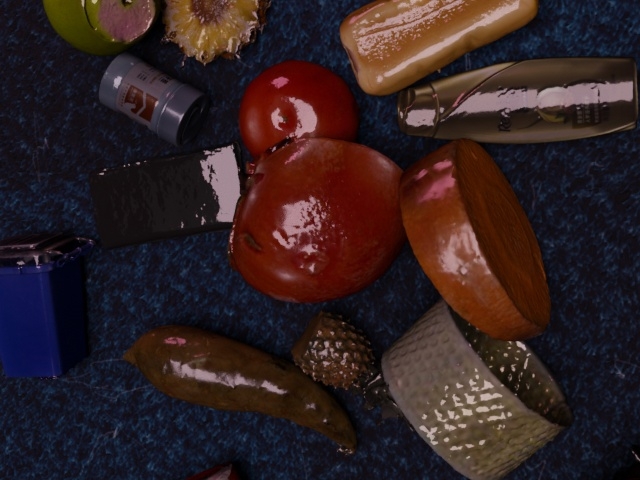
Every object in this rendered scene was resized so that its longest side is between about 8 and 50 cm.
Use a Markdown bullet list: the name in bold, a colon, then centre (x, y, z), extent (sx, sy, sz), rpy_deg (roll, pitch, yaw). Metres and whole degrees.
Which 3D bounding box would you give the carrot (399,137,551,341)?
- **carrot**: centre (0.235, 0.006, 1.316), extent (0.100, 0.258, 0.307), rpy_deg (-28, 87, 34)

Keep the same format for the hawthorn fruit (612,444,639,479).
- **hawthorn fruit**: centre (0.520, 0.459, 1.285), extent (0.315, 0.316, 0.316), rpy_deg (2, 97, 14)

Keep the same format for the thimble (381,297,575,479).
- **thimble**: centre (0.228, 0.209, 1.333), extent (0.271, 0.271, 0.150), rpy_deg (46, 107, 5)

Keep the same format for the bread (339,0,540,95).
- **bread**: centre (0.180, -0.331, 1.363), extent (0.305, 0.091, 0.142), rpy_deg (-24, 89, 15)

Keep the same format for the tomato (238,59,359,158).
- **tomato**: centre (-0.036, -0.188, 1.412), extent (0.195, 0.136, 0.195), rpy_deg (2, 98, 14)

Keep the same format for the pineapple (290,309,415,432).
- **pineapple**: centre (0.076, 0.220, 1.461), extent (0.251, 0.125, 0.125), rpy_deg (34, 104, -3)

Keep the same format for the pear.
- **pear**: centre (-0.358, -0.396, 1.448), extent (0.219, 0.187, 0.188), rpy_deg (44, 109, 48)

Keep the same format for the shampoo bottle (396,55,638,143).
- **shampoo bottle**: centre (0.291, -0.208, 1.357), extent (0.349, 0.084, 0.126), rpy_deg (-2, 99, 15)

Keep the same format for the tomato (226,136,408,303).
- **tomato**: centre (-0.004, 0.003, 1.358), extent (0.308, 0.170, 0.309), rpy_deg (5, 135, 5)

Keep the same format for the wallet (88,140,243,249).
- **wallet**: centre (-0.260, -0.072, 1.537), extent (0.285, 0.030, 0.146), rpy_deg (-9, 98, 14)

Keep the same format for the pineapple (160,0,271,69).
- **pineapple**: centre (-0.177, -0.382, 1.473), extent (0.221, 0.047, 0.221), rpy_deg (1, 95, 17)

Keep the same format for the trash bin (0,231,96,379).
- **trash bin**: centre (-0.479, 0.111, 1.552), extent (0.183, 0.162, 0.235), rpy_deg (-3, 102, 14)

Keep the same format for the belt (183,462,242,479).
- **belt**: centre (-0.205, 0.471, 1.540), extent (0.200, 0.128, 0.124), rpy_deg (-28, 90, 19)

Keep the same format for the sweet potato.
- **sweet potato**: centre (-0.125, 0.236, 1.499), extent (0.422, 0.130, 0.131), rpy_deg (19, 101, 2)

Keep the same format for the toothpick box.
- **toothpick box**: centre (-0.273, -0.231, 1.482), extent (0.153, 0.101, 0.101), rpy_deg (29, 103, 9)
